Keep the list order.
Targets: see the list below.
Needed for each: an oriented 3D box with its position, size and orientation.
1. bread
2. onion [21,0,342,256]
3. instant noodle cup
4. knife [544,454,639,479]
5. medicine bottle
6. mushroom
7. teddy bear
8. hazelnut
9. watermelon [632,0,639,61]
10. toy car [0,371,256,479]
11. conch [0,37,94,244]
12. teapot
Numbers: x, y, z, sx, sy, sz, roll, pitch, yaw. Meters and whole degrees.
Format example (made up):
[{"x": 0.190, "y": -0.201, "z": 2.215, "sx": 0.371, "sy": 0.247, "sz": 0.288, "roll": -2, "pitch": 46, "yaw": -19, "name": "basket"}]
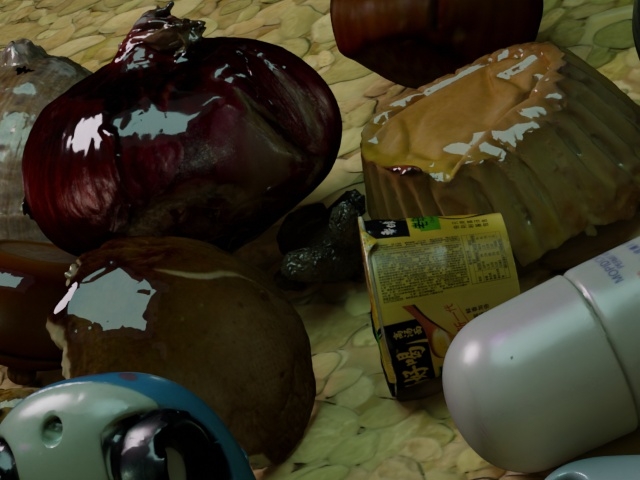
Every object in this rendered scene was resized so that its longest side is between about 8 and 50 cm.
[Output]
[{"x": 0.163, "y": -0.078, "z": 1.664, "sx": 0.274, "sy": 0.149, "sz": 0.274, "roll": -17, "pitch": 33, "yaw": 11, "name": "bread"}, {"x": -0.139, "y": -0.099, "z": 1.737, "sx": 0.313, "sy": 0.232, "sz": 0.314, "roll": -19, "pitch": 15, "yaw": 6, "name": "onion"}, {"x": 0.099, "y": 0.042, "z": 1.515, "sx": 0.122, "sy": 0.151, "sz": 0.151, "roll": -12, "pitch": 28, "yaw": 0, "name": "instant noodle cup"}, {"x": 0.307, "y": 0.169, "z": 1.247, "sx": 0.331, "sy": 0.044, "sz": 0.080, "roll": -9, "pitch": 30, "yaw": 19, "name": "knife"}, {"x": 0.252, "y": 0.060, "z": 1.371, "sx": 0.340, "sy": 0.130, "sz": 0.130, "roll": -25, "pitch": 28, "yaw": -4, "name": "medicine bottle"}, {"x": -0.148, "y": 0.097, "z": 1.589, "sx": 0.233, "sy": 0.208, "sz": 0.301, "roll": 9, "pitch": 0, "yaw": -30, "name": "mushroom"}, {"x": 0.007, "y": 0.006, "z": 1.722, "sx": 0.119, "sy": 0.078, "sz": 0.160, "roll": -49, "pitch": 13, "yaw": -1, "name": "teddy bear"}, {"x": 0.127, "y": -0.268, "z": 1.958, "sx": 0.229, "sy": 0.229, "sz": 0.229, "roll": -18, "pitch": 28, "yaw": 10, "name": "hazelnut"}, {"x": 0.436, "y": -0.219, "z": 1.560, "sx": 0.359, "sy": 0.279, "sz": 0.279, "roll": -27, "pitch": 28, "yaw": -7, "name": "watermelon"}, {"x": -0.120, "y": 0.205, "z": 1.292, "sx": 0.188, "sy": 0.255, "sz": 0.190, "roll": -14, "pitch": 12, "yaw": 27, "name": "toy car"}, {"x": -0.307, "y": -0.074, "z": 1.965, "sx": 0.352, "sy": 0.210, "sz": 0.297, "roll": 1, "pitch": 53, "yaw": 48, "name": "conch"}, {"x": -0.256, "y": 0.077, "z": 1.753, "sx": 0.252, "sy": 0.135, "sz": 0.178, "roll": 16, "pitch": 14, "yaw": 26, "name": "teapot"}]
